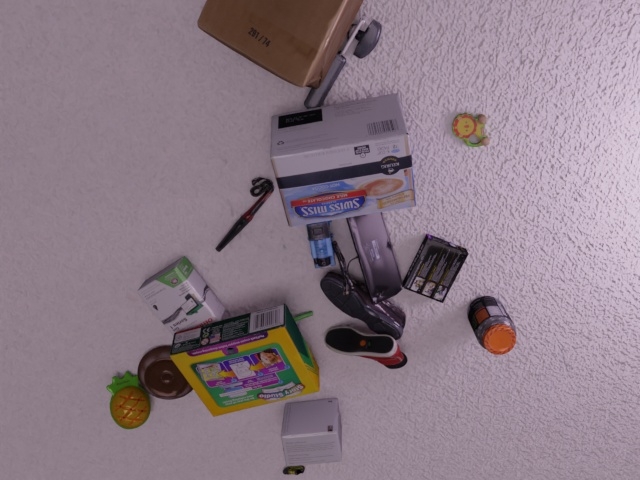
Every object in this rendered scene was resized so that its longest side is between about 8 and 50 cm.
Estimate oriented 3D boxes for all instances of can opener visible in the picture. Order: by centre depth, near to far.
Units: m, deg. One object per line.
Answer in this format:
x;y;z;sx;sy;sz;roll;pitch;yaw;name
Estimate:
0.061;-0.462;1.600;0.095;0.076;0.283;29;109;-8;can opener

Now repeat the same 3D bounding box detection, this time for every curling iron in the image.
-0.228;-0.076;1.771;0.068;0.035;0.274;35;107;-6;curling iron

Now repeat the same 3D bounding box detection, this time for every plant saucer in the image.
-0.497;0.439;1.955;0.199;0.036;0.198;-2;107;-5;plant saucer

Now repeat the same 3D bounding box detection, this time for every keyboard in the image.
0.122;0.039;1.750;0.202;0.033;0.317;-22;101;-25;keyboard

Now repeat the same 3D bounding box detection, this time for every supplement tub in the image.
0.510;0.253;1.788;0.117;0.190;0.116;1;111;2;supplement tub

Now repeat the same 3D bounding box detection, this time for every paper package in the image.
-0.093;-0.578;1.481;0.325;0.168;0.309;30;109;5;paper package

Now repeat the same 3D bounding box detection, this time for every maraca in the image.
-0.629;0.526;1.970;0.127;0.099;0.185;-17;92;-24;maraca

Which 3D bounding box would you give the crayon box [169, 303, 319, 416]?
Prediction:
-0.221;0.373;1.836;0.363;0.106;0.313;-15;128;10;crayon box

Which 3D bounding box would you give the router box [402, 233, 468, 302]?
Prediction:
0.344;0.085;1.807;0.133;0.046;0.178;21;109;-6;router box

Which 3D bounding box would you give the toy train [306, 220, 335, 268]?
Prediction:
0.000;0.000;1.754;0.080;0.105;0.184;-8;109;5;toy train

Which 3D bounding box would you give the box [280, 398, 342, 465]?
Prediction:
-0.025;0.616;1.940;0.182;0.181;0.118;-6;109;4;box

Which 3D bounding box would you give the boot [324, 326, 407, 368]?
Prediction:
0.143;0.347;1.893;0.245;0.088;0.176;5;154;27;boot

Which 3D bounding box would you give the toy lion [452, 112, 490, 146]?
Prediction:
0.416;-0.307;1.673;0.096;0.034;0.100;-10;110;13;toy lion

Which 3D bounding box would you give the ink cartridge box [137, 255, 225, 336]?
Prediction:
-0.422;0.185;1.841;0.160;0.092;0.219;-32;106;13;ink cartridge box

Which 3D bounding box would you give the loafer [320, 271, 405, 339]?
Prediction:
0.133;0.187;1.842;0.303;0.095;0.109;37;138;-7;loafer

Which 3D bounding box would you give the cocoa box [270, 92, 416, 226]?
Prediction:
0.059;-0.211;1.584;0.348;0.231;0.227;-9;129;5;cocoa box

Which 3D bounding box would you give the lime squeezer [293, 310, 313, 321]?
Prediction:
-0.156;0.318;1.902;0.110;0.059;0.310;37;106;-11;lime squeezer

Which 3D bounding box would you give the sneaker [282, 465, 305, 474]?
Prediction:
-0.093;0.798;2.086;0.083;0.035;0.031;-19;108;8;sneaker
